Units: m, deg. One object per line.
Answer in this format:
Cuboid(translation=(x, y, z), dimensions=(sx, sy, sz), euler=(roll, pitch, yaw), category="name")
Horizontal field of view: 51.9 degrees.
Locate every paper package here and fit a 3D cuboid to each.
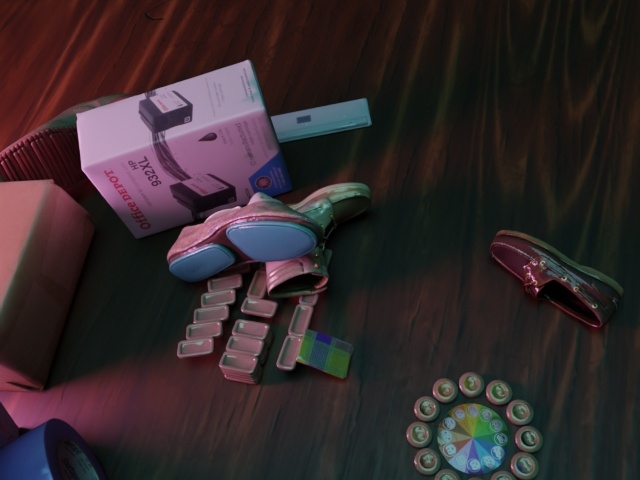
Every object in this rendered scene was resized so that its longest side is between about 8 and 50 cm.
Cuboid(translation=(-0.587, 0.073, 1.109), dimensions=(0.309, 0.168, 0.324), euler=(-2, 58, 12), category="paper package")

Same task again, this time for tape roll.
Cuboid(translation=(-0.351, 0.340, 0.877), dimensions=(0.080, 0.189, 0.189), euler=(-30, 57, -7), category="tape roll")

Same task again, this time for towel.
Cuboid(translation=(0.008, 0.172, 0.997), dimensions=(0.083, 0.009, 0.060), euler=(21, 54, -5), category="towel")

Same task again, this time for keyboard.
Cuboid(translation=(-0.031, -0.228, 1.283), dimensions=(0.256, 0.014, 0.072), euler=(-10, 52, 5), category="keyboard")

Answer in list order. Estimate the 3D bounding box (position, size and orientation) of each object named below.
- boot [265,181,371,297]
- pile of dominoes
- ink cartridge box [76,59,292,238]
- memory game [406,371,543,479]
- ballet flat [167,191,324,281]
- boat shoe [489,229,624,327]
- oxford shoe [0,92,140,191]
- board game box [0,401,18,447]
Cuboid(translation=(0.000, 0.000, 1.076), dimensions=(0.213, 0.077, 0.165), euler=(-20, 48, 3), category="boot")
Cuboid(translation=(-0.101, 0.111, 1.079), dimensions=(0.196, 0.040, 0.251), euler=(7, 51, 16), category="pile of dominoes")
Cuboid(translation=(-0.227, -0.150, 1.143), dimensions=(0.307, 0.223, 0.129), euler=(-18, 57, 0), category="ink cartridge box")
Cuboid(translation=(0.213, 0.272, 0.914), dimensions=(0.186, 0.012, 0.186), euler=(-5, 58, 8), category="memory game")
Cuboid(translation=(-0.122, -0.018, 1.040), dimensions=(0.316, 0.107, 0.106), euler=(-13, 45, 34), category="ballet flat")
Cuboid(translation=(0.344, 0.056, 0.989), dimensions=(0.207, 0.073, 0.073), euler=(29, 66, 26), category="boat shoe")
Cuboid(translation=(-0.490, -0.185, 1.273), dimensions=(0.130, 0.123, 0.348), euler=(22, 44, 40), category="oxford shoe")
Cuboid(translation=(-0.448, 0.329, 0.826), dimensions=(0.066, 0.318, 0.318), euler=(-9, 54, -15), category="board game box")
